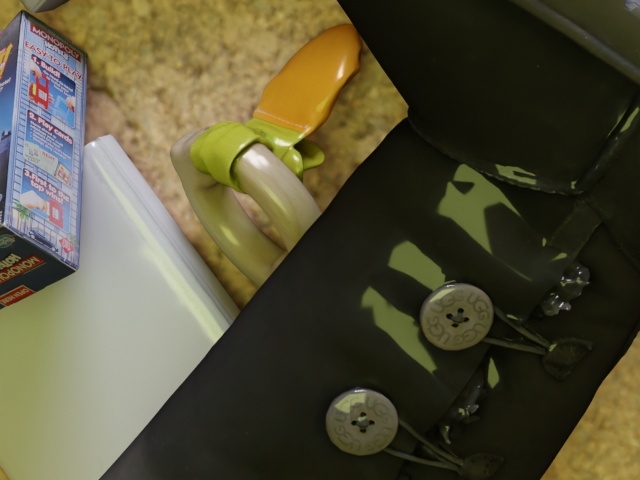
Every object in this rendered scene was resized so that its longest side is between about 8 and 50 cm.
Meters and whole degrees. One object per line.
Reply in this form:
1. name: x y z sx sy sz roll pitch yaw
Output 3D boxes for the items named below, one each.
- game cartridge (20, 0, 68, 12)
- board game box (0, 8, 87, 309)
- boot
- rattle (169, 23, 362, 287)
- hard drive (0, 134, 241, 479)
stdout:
1. game cartridge: -0.126 -0.331 1.041 0.355 0.068 0.230 -37 84 34
2. board game box: -0.219 -0.042 1.112 0.194 0.194 0.060 -24 134 38
3. boot: 0.002 0.001 0.961 0.367 0.146 0.445 34 116 -5
4. rattle: 0.005 -0.011 1.112 0.130 0.143 0.199 -21 111 48
5. hard drive: -0.125 0.112 1.154 0.203 0.040 0.307 -37 89 21
